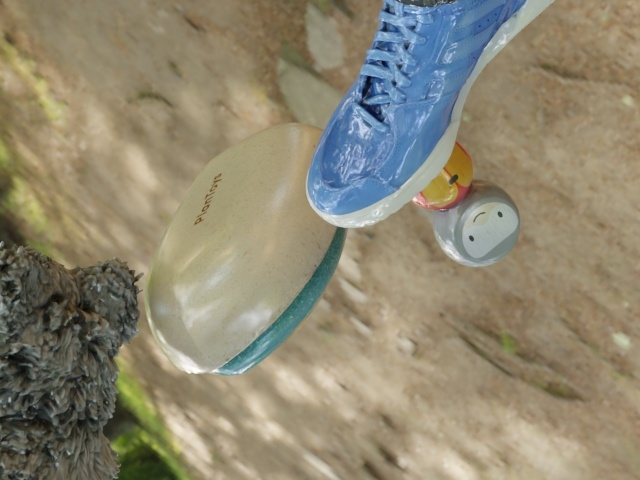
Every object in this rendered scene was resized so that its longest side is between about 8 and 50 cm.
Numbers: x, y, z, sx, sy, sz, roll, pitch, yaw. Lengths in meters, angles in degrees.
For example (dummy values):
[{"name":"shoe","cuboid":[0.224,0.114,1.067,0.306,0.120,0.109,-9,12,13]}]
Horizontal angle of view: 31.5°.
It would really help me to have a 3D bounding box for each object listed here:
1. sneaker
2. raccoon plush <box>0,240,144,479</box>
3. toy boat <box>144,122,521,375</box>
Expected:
[{"name":"sneaker","cuboid":[0.031,-0.080,0.422,0.058,0.152,0.084,43,-174,37]},{"name":"raccoon plush","cuboid":[-0.161,0.209,0.854,0.446,0.299,0.216,36,-171,11]},{"name":"toy boat","cuboid":[0.000,0.000,0.929,0.318,0.267,0.148,-23,121,36]}]
